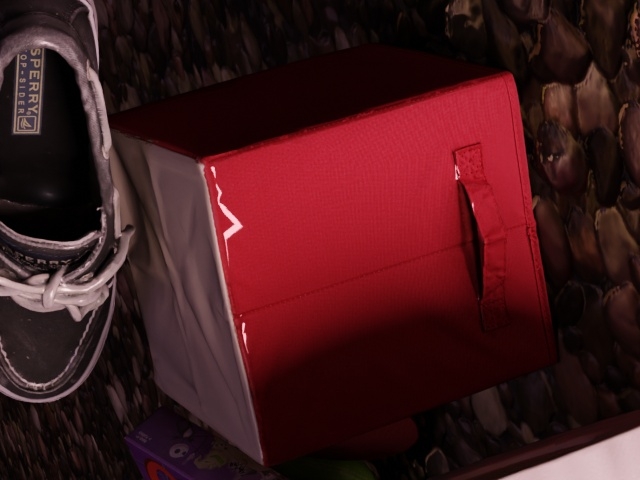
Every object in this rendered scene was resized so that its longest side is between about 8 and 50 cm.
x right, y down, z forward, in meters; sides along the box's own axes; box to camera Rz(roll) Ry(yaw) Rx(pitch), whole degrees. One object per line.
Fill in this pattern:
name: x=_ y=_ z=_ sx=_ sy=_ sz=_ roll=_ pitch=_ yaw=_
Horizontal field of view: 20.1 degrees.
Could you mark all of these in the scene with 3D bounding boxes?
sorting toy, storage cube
sorting toy: x=-0.010 y=0.130 z=1.368 sx=0.365 sy=0.127 sz=0.126 roll=112 pitch=165 yaw=-62
storage cube: x=0.000 y=0.000 z=1.071 sx=0.215 sy=0.193 sz=0.184 roll=23 pitch=127 yaw=62

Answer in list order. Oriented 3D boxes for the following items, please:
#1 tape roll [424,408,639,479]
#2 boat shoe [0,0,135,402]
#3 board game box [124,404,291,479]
tape roll: x=0.103 y=0.195 z=0.895 sx=0.169 sy=0.246 sz=0.246 roll=71 pitch=159 yaw=7
boat shoe: x=-0.161 y=-0.007 z=1.043 sx=0.105 sy=0.113 sz=0.306 roll=-110 pitch=26 yaw=-49
board game box: x=0.013 y=0.259 z=1.256 sx=0.347 sy=0.056 sz=0.208 roll=24 pitch=140 yaw=44
